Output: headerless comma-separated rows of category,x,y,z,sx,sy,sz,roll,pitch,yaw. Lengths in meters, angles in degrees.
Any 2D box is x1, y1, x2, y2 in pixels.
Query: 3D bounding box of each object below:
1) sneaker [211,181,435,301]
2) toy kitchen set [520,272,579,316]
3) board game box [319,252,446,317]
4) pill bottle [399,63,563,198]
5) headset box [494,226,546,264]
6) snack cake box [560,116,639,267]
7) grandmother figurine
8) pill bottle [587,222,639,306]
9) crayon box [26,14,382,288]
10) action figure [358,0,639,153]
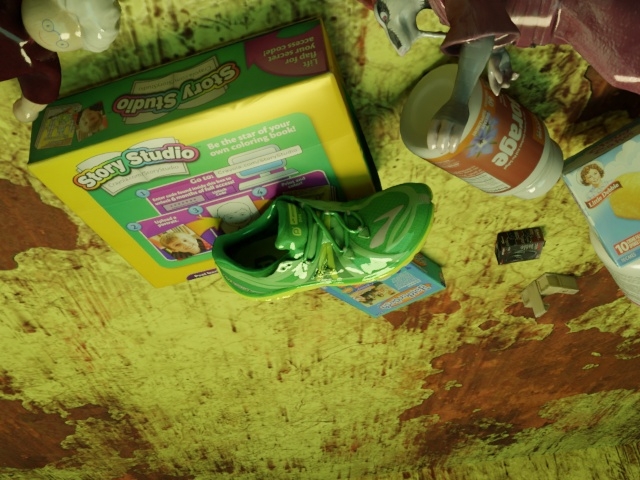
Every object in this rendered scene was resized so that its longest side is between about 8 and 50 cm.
sneaker,0.000,0.000,0.857,0.296,0.109,0.123,-20,149,14
toy kitchen set,0.457,0.116,1.369,0.075,0.068,0.083,7,145,-22
board game box,0.102,0.062,1.227,0.160,0.047,0.210,-27,142,26
pill bottle,0.215,-0.129,0.888,0.216,0.121,0.121,20,138,-37
headset box,0.353,0.010,1.215,0.083,0.032,0.062,-8,147,2
snack cake box,0.472,-0.099,0.915,0.264,0.089,0.152,-31,98,17
grandmother figurine,-0.349,-0.189,0.696,0.343,0.104,0.208,-15,156,16
pill bottle,0.533,0.000,1.119,0.160,0.160,0.283,-25,144,25
crayon box,-0.122,-0.090,0.891,0.363,0.106,0.313,-15,146,9
action figure,0.208,-0.234,0.638,0.370,0.248,0.275,9,121,5
